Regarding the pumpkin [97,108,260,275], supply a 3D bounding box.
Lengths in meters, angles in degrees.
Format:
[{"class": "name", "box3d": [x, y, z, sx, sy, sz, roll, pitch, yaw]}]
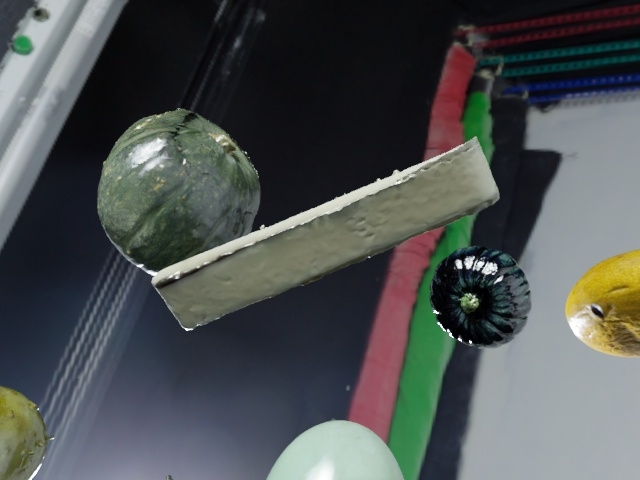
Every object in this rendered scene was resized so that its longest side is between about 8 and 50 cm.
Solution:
[{"class": "pumpkin", "box3d": [-0.250, -0.090, 1.353, 0.291, 0.257, 0.328, 42, -167, -28]}]

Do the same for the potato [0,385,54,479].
[{"class": "potato", "box3d": [-0.635, 0.377, 1.238, 0.359, 0.269, 0.219, -41, -52, -44]}]

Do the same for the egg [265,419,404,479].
[{"class": "egg", "box3d": [0.018, 0.511, 1.322, 0.276, 0.276, 0.389, 39, -126, -49]}]

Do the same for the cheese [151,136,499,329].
[{"class": "cheese", "box3d": [0.001, 0.000, 0.847, 0.085, 0.400, 0.034, 60, -165, -29]}]

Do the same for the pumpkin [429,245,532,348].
[{"class": "pumpkin", "box3d": [0.294, 0.105, 1.402, 0.150, 0.194, 0.194, -12, -77, -28]}]

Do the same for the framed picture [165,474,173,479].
[{"class": "framed picture", "box3d": [-0.292, 0.767, 1.829, 0.265, 0.016, 0.347, -116, 5, -56]}]

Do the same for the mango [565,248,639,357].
[{"class": "mango", "box3d": [0.464, 0.079, 1.055, 0.177, 0.295, 0.120, 23, -119, -12]}]
